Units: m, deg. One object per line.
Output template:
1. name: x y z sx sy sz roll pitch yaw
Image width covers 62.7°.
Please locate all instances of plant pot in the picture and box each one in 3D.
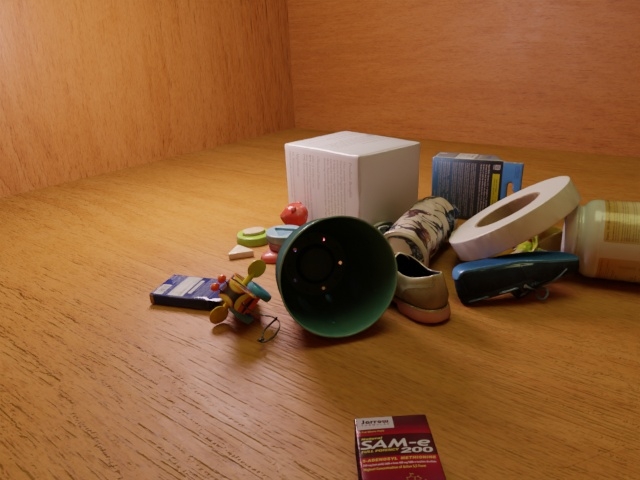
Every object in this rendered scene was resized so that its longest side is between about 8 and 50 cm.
1. plant pot: 0.725 0.005 1.701 0.083 0.081 0.081 -21 25 -12
2. plant pot: 0.017 0.076 1.345 0.293 0.292 0.235 -8 7 -14

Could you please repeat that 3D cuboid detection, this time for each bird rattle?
1. bird rattle: 0.576 0.025 1.610 0.207 0.143 0.253 -22 21 -4

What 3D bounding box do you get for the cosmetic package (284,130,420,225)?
1. cosmetic package: 0.118 -0.211 1.980 0.328 0.329 0.394 -20 28 -38

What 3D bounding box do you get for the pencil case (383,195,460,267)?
1. pencil case: 0.322 -0.012 1.674 0.184 0.159 0.410 33 32 13

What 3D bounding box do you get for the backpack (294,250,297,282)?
1. backpack: -0.062 0.080 1.574 0.120 0.097 0.101 -1 25 2

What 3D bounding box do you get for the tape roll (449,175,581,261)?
1. tape roll: 0.569 -0.064 1.567 0.392 0.072 0.392 -32 3 2

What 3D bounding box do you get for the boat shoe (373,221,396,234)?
1. boat shoe: 0.194 0.001 1.723 0.091 0.114 0.302 4 23 30

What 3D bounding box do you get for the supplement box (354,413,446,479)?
1. supplement box: 0.126 0.379 0.817 0.130 0.073 0.239 -4 20 -1

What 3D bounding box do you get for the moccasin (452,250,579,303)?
1. moccasin: 0.528 0.101 1.433 0.342 0.116 0.137 -7 9 1

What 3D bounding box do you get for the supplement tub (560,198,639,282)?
1. supplement tub: 0.854 0.003 1.477 0.317 0.228 0.228 7 23 23

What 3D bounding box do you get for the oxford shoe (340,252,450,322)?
1. oxford shoe: 0.199 0.087 1.452 0.141 0.146 0.397 -20 27 -36

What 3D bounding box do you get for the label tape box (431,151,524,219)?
1. label tape box: 0.603 -0.204 2.027 0.334 0.240 0.106 9 22 25

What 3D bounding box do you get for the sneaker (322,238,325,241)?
1. sneaker: 0.000 0.000 1.774 0.082 0.094 0.208 0 20 11

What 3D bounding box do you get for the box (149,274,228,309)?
1. box: -0.358 0.148 1.516 0.226 0.036 0.136 3 22 18

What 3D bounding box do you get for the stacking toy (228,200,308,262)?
1. stacking toy: -0.175 -0.039 1.847 0.280 0.130 0.309 -1 21 5

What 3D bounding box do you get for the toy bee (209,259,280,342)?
1. toy bee: -0.202 0.128 1.335 0.298 0.162 0.195 -8 46 59
